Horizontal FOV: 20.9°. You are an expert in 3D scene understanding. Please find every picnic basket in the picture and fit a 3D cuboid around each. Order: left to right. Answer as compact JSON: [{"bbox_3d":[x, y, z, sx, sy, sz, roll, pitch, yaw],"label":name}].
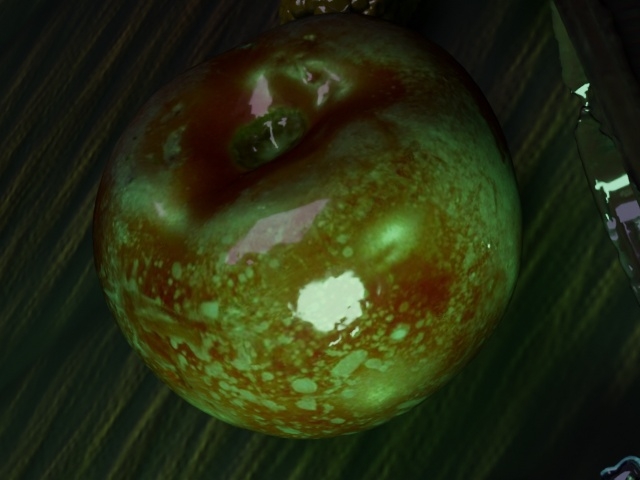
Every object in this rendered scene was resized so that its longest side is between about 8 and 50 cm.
[{"bbox_3d":[0.227,-0.006,0.916,0.129,0.222,0.297,-17,47,4],"label":"picnic basket"}]

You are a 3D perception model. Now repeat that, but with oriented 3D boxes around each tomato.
[{"bbox_3d":[0.000,0.000,1.085,0.270,0.223,0.270,-13,43,12],"label":"tomato"}]

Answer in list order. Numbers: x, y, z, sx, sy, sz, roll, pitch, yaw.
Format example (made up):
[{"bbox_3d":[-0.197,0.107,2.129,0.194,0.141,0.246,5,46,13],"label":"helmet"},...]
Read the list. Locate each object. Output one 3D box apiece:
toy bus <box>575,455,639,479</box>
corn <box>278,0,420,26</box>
[{"bbox_3d":[0.097,0.255,0.874,0.292,0.133,0.125,-43,46,6],"label":"toy bus"},{"bbox_3d":[0.050,-0.236,1.305,0.097,0.097,0.262,11,68,46],"label":"corn"}]
